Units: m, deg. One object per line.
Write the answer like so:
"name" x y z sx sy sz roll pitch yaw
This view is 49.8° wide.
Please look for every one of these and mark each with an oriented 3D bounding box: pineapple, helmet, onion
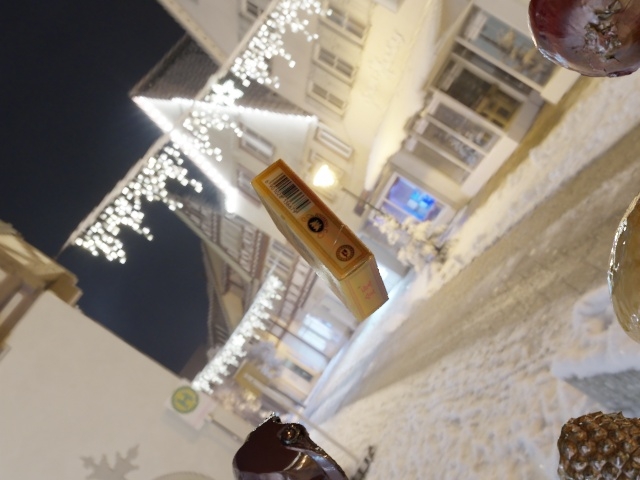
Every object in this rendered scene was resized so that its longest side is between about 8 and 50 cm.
"pineapple" 0.241 0.151 0.456 0.159 0.074 0.074 -10 35 47
"helmet" -0.036 0.224 0.650 0.070 0.098 0.123 -31 26 -29
"onion" 0.428 -0.325 1.031 0.230 0.230 0.163 118 164 -52

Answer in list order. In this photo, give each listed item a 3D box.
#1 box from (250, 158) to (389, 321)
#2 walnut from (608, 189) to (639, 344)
"box" 0.000 0.000 1.219 0.076 0.274 0.174 -39 -32 -6
"walnut" 0.394 0.025 0.685 0.195 0.196 0.221 14 -85 -86
